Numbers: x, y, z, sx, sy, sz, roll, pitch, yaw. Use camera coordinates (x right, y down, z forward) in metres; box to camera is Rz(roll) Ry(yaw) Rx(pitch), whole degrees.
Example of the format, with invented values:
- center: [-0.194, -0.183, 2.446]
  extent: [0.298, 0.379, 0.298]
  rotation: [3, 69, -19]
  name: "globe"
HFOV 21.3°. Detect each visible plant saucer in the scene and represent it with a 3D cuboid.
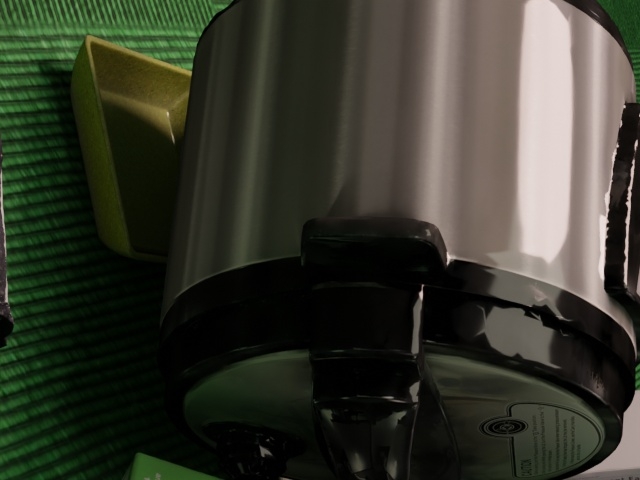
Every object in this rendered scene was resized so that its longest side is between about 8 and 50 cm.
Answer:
- center: [-0.142, -0.060, 1.415]
  extent: [0.188, 0.045, 0.188]
  rotation: [12, 62, -62]
  name: "plant saucer"

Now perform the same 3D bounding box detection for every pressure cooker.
- center: [0.062, 0.028, 1.311]
  extent: [0.370, 0.375, 0.420]
  rotation: [24, 58, -33]
  name: "pressure cooker"

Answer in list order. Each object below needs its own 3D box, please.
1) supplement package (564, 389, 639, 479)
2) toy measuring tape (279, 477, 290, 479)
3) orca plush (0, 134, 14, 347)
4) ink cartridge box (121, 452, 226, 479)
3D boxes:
- center: [0.375, 0.315, 2.063]
  extent: [0.134, 0.139, 0.244]
  rotation: [-77, 154, -50]
  name: "supplement package"
- center: [0.018, 0.235, 1.454]
  extent: [0.121, 0.121, 0.330]
  rotation: [33, 44, -54]
  name: "toy measuring tape"
- center: [-0.271, -0.059, 1.139]
  extent: [0.151, 0.102, 0.287]
  rotation: [152, -65, -70]
  name: "orca plush"
- center: [-0.026, 0.289, 1.147]
  extent: [0.278, 0.117, 0.201]
  rotation: [19, 45, -12]
  name: "ink cartridge box"
